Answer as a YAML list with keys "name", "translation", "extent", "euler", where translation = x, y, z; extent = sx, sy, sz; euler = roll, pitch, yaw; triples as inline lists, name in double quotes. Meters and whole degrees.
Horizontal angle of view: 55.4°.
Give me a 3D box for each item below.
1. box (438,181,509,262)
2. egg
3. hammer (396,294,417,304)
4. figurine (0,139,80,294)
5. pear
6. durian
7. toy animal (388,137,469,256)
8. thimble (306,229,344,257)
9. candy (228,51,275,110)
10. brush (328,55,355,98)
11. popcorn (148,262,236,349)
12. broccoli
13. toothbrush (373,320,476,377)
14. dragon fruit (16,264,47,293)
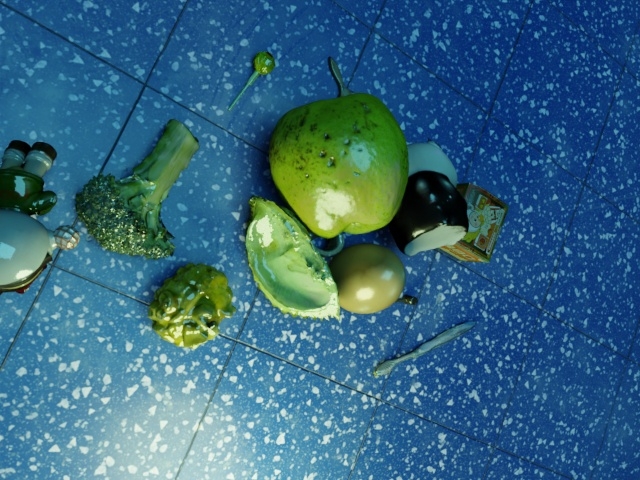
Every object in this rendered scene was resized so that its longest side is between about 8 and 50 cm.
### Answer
- name: "box"
  translation: [0.455, -0.054, 1.898]
  extent: [0.178, 0.148, 0.194]
  euler: [28, 78, -23]
- name: "egg"
  translation: [0.132, 0.103, 1.692]
  extent: [0.201, 0.244, 0.200]
  euler: [8, 75, -31]
- name: "hammer"
  translation: [0.149, 0.182, 1.810]
  extent: [0.293, 0.058, 0.029]
  euler: [0, 89, -21]
- name: "figurine"
  translation: [-0.661, -0.046, 1.305]
  extent: [0.282, 0.167, 0.369]
  euler: [6, 64, -3]
- name: "pear"
  translation: [0.060, -0.187, 1.586]
  extent: [0.392, 0.391, 0.390]
  euler: [0, 90, -26]
- name: "durian"
  translation: [-0.090, 0.057, 1.601]
  extent: [0.163, 0.198, 0.394]
  euler: [-31, 101, -22]
- name: "toy animal"
  translation: [0.292, -0.137, 1.755]
  extent: [0.251, 0.251, 0.309]
  euler: [-4, 65, -26]
- name: "thimble"
  translation: [0.000, 0.000, 1.704]
  extent: [0.115, 0.090, 0.102]
  euler: [-19, 98, -27]
- name: "candy"
  translation: [-0.190, -0.427, 1.637]
  extent: [0.193, 0.062, 0.058]
  euler: [-54, 156, -7]
- name: "brush"
  translation: [0.064, -0.443, 1.775]
  extent: [0.070, 0.021, 0.196]
  euler: [-28, 100, -23]
- name: "popcorn"
  translation: [-0.311, 0.164, 1.506]
  extent: [0.218, 0.169, 0.189]
  euler: [-41, 106, -14]
- name: "broccoli"
  translation: [-0.427, -0.144, 1.444]
  extent: [0.252, 0.221, 0.361]
  euler: [18, 72, -32]
- name: "toothbrush"
  translation: [0.335, 0.332, 1.903]
  extent: [0.414, 0.042, 0.035]
  euler: [-20, 62, -26]
- name: "dragon fruit"
  translation: [-0.697, 0.057, 1.374]
  extent: [0.131, 0.063, 0.097]
  euler: [34, 75, -22]
